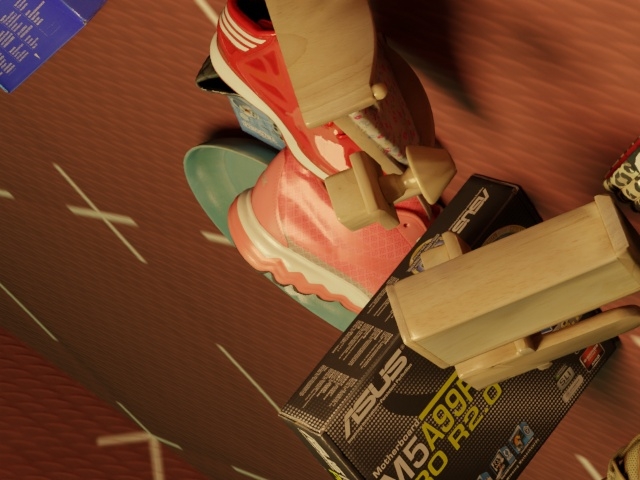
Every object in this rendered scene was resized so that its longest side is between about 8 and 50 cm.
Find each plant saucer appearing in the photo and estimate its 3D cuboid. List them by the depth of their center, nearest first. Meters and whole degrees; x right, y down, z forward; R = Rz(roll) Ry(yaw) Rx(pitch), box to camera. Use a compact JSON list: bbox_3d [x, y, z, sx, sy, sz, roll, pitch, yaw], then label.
[{"bbox_3d":[0.000,0.000,1.990,0.317,0.043,0.317,34,162,13],"label":"plant saucer"}]

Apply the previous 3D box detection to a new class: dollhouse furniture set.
[{"bbox_3d":[0.106,-0.102,1.485,0.303,0.174,0.355,38,-148,-66],"label":"dollhouse furniture set"}]

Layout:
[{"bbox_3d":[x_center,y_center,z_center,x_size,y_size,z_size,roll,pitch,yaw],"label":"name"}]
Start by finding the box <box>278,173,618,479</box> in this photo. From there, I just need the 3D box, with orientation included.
[{"bbox_3d":[0.115,0.115,1.674,0.060,0.270,0.216,20,154,48],"label":"box"}]

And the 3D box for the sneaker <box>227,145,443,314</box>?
[{"bbox_3d":[0.077,0.015,1.767,0.314,0.116,0.136,27,126,-9],"label":"sneaker"}]

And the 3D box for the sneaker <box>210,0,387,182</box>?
[{"bbox_3d":[-0.001,-0.123,1.625,0.221,0.087,0.128,35,163,8],"label":"sneaker"}]

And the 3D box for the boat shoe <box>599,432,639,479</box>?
[{"bbox_3d":[0.323,0.220,1.800,0.120,0.122,0.324,48,153,-11],"label":"boat shoe"}]

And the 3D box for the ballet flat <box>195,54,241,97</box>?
[{"bbox_3d":[-0.035,-0.121,1.750,0.173,0.049,0.057,28,160,31],"label":"ballet flat"}]

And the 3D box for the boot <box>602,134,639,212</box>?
[{"bbox_3d":[0.291,-0.021,1.308,0.178,0.085,0.236,42,161,1],"label":"boot"}]

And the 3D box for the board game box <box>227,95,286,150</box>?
[{"bbox_3d":[-0.044,-0.114,1.835,0.090,0.020,0.090,29,161,27],"label":"board game box"}]

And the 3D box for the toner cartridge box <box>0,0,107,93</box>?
[{"bbox_3d":[-0.304,-0.251,1.920,0.165,0.075,0.348,43,161,-11],"label":"toner cartridge box"}]
